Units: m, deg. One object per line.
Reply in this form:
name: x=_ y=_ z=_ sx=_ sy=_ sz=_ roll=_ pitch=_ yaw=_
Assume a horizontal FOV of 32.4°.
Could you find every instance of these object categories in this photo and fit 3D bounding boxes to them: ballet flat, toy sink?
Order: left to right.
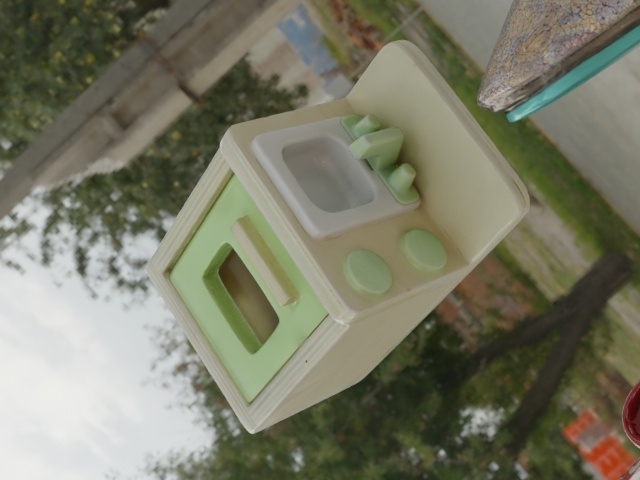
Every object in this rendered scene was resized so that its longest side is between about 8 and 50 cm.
toy sink: x=0.000 y=0.000 z=0.750 sx=0.131 sy=0.234 sz=0.153 roll=-19 pitch=-112 yaw=-43
ballet flat: x=0.183 y=-0.173 z=0.512 sx=0.106 sy=0.316 sz=0.107 roll=57 pitch=171 yaw=0

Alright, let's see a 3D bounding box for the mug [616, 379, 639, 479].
mug: x=0.299 y=0.153 z=0.849 sx=0.150 sy=0.169 sz=0.113 roll=39 pitch=-144 yaw=25
